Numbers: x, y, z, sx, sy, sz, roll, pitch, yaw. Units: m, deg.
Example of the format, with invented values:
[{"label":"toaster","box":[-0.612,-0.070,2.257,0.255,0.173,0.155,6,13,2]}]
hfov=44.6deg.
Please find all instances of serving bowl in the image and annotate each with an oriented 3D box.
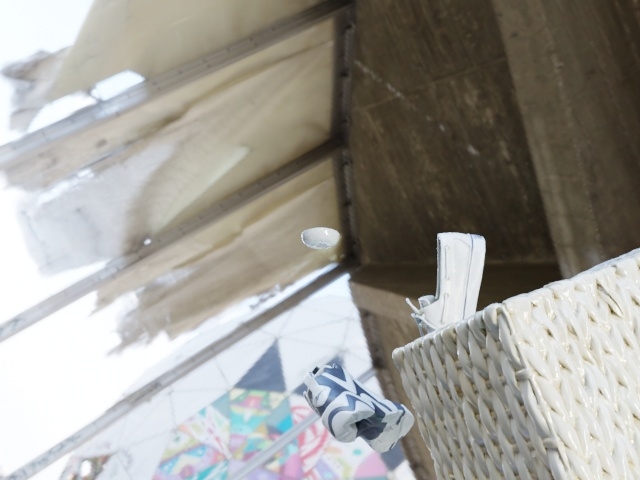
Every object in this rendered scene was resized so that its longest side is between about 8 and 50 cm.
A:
[{"label":"serving bowl","box":[0.000,0.000,1.696,0.083,0.083,0.027,132,-38,-63]}]

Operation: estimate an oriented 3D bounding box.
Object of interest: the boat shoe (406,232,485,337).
[{"label":"boat shoe","box":[0.266,0.159,1.764,0.136,0.156,0.367,-131,-129,-89]}]

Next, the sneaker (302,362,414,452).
[{"label":"sneaker","box":[0.053,0.269,1.311,0.153,0.235,0.094,45,-74,36]}]

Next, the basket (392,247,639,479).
[{"label":"basket","box":[0.292,0.209,0.868,0.328,0.266,0.331,132,-60,-67]}]
